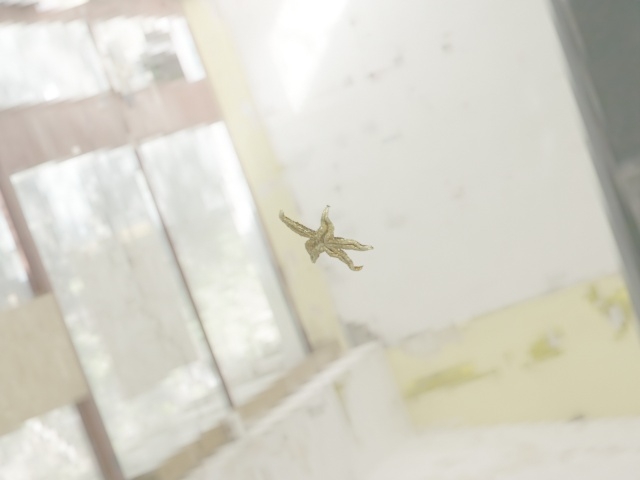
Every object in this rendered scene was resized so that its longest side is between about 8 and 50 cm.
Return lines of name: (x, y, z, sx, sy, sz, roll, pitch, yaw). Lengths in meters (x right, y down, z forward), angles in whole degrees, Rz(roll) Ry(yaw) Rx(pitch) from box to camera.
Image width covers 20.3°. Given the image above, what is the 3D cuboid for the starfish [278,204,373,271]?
starfish: (0.000, 0.000, 1.462, 0.086, 0.092, 0.016, -28, -144, 55)
